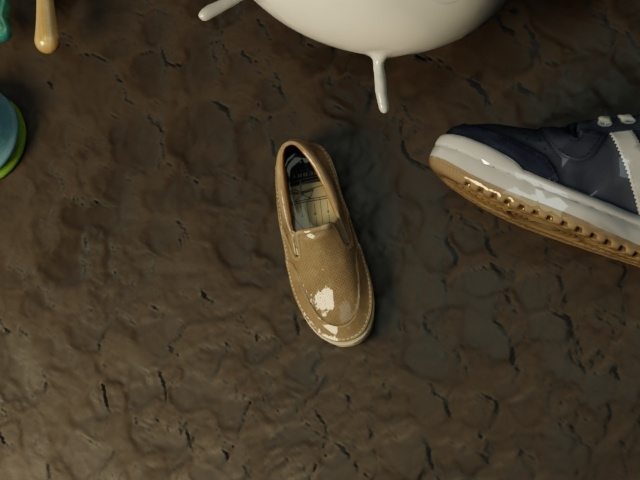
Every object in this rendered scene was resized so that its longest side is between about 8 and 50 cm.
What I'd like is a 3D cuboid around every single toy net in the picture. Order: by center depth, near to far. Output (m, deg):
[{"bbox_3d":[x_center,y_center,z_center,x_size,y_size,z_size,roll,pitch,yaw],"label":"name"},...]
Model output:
[{"bbox_3d":[-0.217,-0.157,0.911,0.122,0.045,0.232,31,86,17],"label":"toy net"}]

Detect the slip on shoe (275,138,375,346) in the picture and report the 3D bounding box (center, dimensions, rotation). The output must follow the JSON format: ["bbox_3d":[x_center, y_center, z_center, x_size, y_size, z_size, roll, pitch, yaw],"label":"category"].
[{"bbox_3d":[0.000,0.000,0.836,0.051,0.041,0.135,-12,78,9],"label":"slip on shoe"}]

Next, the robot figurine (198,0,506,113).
[{"bbox_3d":[0.057,-0.261,0.790,0.300,0.200,0.353,25,85,-4],"label":"robot figurine"}]

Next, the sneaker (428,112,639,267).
[{"bbox_3d":[0.215,-0.057,0.771,0.282,0.099,0.153,19,89,7],"label":"sneaker"}]
